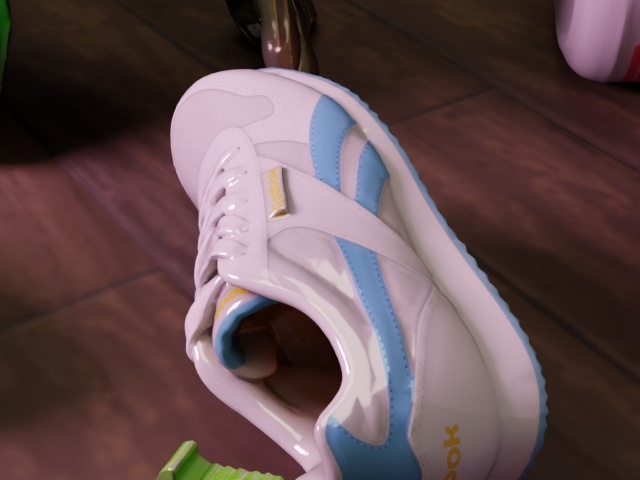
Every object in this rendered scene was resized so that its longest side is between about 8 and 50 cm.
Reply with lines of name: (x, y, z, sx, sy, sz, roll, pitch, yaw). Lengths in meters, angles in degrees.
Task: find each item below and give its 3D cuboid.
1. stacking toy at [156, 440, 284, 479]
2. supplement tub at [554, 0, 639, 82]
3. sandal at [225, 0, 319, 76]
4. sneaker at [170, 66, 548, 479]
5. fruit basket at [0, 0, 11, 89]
stacking toy: (-0.133, 0.105, 0.408, 0.221, 0.052, 0.167, 13, 36, 20)
supplement tub: (0.270, -0.181, 0.687, 0.272, 0.191, 0.191, 1, 34, 4)
sandal: (-0.034, -0.141, 0.768, 0.049, 0.072, 0.180, -20, 36, 11)
sneaker: (-0.011, 0.006, 0.483, 0.092, 0.087, 0.229, -5, 40, -32)
fruit basket: (-0.219, -0.239, 0.642, 0.392, 0.392, 0.283, -6, 34, -7)
